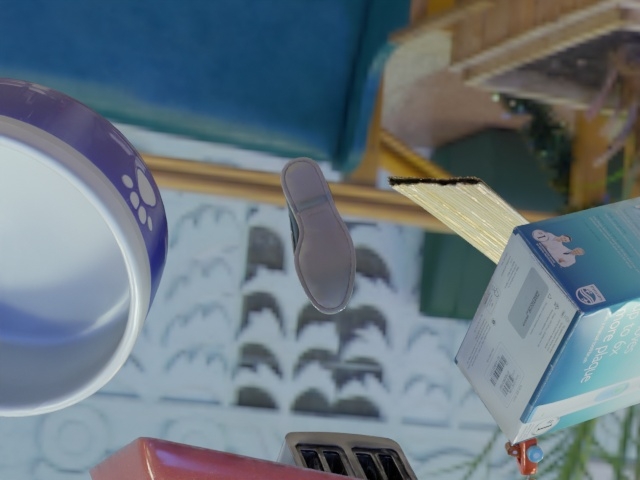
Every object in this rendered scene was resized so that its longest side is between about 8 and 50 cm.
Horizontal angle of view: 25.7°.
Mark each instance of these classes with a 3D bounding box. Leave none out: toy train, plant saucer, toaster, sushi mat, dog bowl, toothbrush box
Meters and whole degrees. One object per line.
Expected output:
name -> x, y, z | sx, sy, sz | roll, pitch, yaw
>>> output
toy train -> 0.243, 0.293, 1.634 | 0.046, 0.125, 0.166 | -4, -157, -5
plant saucer -> -0.087, 0.259, 1.403 | 0.259, 0.048, 0.258 | 13, 160, -17
toaster -> 0.032, 0.326, 1.750 | 0.168, 0.110, 0.186 | 8, -155, -20
sushi mat -> 0.237, -0.015, 1.922 | 0.151, 0.019, 0.316 | 1, 157, 41
dog bowl -> -0.260, 0.007, 1.131 | 0.265, 0.265, 0.104 | 4, -150, 7
toothbrush box -> 0.316, 0.070, 1.467 | 0.295, 0.126, 0.216 | -13, 142, -29

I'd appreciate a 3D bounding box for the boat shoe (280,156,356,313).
boat shoe -> 0.000, 0.000, 1.710 | 0.075, 0.206, 0.065 | -15, 157, 1
